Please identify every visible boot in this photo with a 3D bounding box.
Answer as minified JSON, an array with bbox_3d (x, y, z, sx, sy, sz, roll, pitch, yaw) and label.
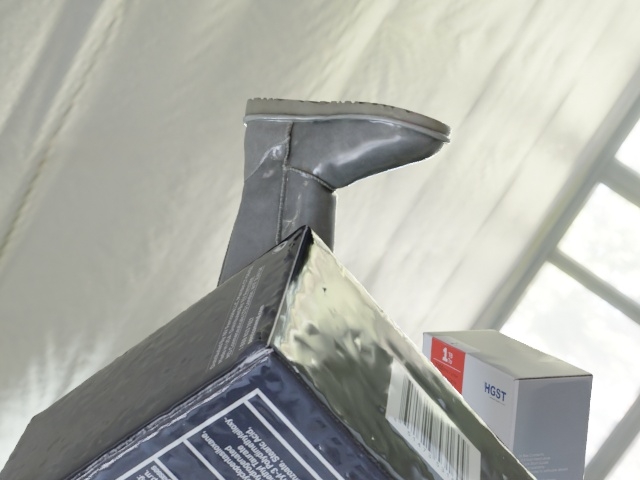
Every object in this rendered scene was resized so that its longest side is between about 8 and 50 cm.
[{"bbox_3d":[0.002,0.001,0.971,0.076,0.189,0.209,20,-103,-57],"label":"boot"}]

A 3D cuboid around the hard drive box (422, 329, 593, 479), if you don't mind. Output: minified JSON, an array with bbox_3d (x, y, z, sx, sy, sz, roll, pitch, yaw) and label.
[{"bbox_3d":[0.169,0.219,1.231,0.089,0.181,0.232,0,-81,-23],"label":"hard drive box"}]

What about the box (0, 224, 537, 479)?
[{"bbox_3d":[-0.038,0.201,0.907,0.294,0.296,0.183,-35,17,22],"label":"box"}]
